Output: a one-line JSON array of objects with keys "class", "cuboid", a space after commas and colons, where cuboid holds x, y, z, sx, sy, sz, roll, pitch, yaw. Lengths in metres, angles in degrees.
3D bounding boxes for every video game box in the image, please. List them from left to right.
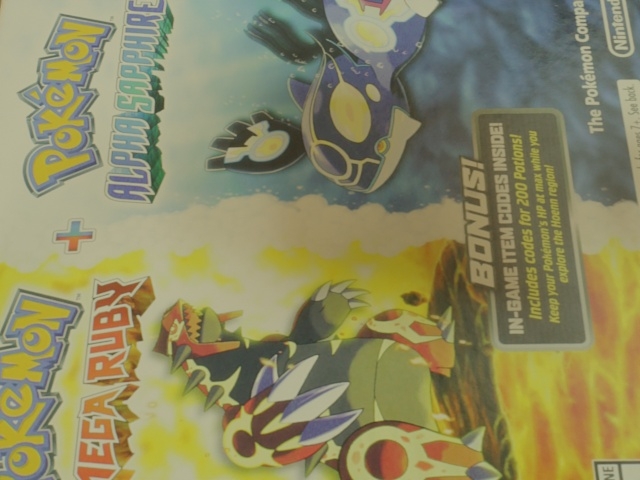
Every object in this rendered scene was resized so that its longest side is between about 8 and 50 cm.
[{"class": "video game box", "cuboid": [0.000, 0.000, 0.370, 0.187, 0.048, 0.205, -3, 54, 4]}]
